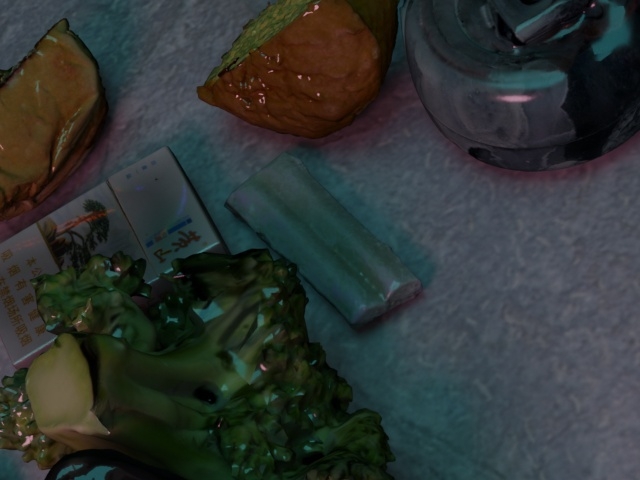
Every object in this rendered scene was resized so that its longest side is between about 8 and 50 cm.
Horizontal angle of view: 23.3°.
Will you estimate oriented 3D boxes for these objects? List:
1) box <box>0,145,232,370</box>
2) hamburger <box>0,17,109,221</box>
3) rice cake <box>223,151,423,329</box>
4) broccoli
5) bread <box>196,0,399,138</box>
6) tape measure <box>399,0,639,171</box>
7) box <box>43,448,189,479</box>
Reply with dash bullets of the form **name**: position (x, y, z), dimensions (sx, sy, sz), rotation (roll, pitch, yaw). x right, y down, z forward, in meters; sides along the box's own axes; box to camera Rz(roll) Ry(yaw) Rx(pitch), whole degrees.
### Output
- **box**: position (-0.213, 0.027, 1.527), dimensions (0.233, 0.067, 0.149), rotation (-31, 55, -3)
- **hamburger**: position (-0.310, -0.110, 1.612), dimensions (0.131, 0.124, 0.262), rotation (42, 66, -10)
- **rice cake**: position (0.000, 0.000, 1.488), dimensions (0.085, 0.040, 0.226), rotation (-40, 55, -9)
- **broccoli**: position (-0.111, 0.159, 1.294), dimensions (0.277, 0.317, 0.338), rotation (-41, 25, 22)
- **bread**: position (-0.002, -0.186, 1.529), dimensions (0.229, 0.139, 0.143), rotation (-27, 33, 53)
- **tape measure**: position (0.204, -0.203, 1.484), dimensions (0.256, 0.147, 0.275), rotation (-31, 53, -1)
- **box**: position (-0.096, 0.364, 1.118), dimensions (0.359, 0.091, 0.350), rotation (26, 92, -4)
